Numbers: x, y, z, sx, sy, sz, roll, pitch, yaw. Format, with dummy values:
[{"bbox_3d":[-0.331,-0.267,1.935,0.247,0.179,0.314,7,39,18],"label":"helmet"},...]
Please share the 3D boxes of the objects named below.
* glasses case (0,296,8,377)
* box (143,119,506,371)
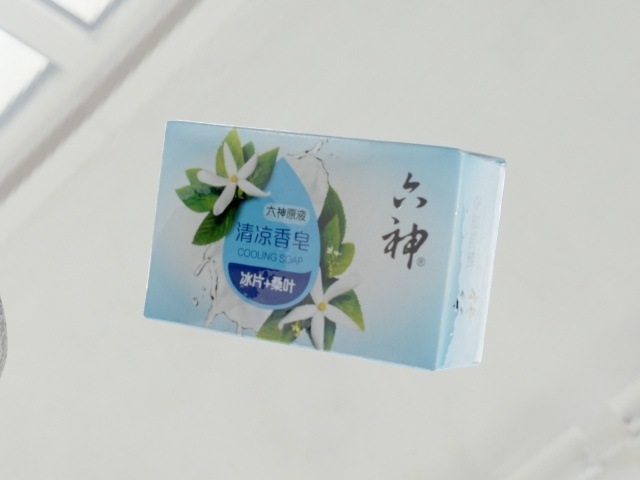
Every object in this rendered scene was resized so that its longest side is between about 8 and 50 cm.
[{"bbox_3d":[-0.272,0.051,0.904,0.122,0.082,0.321,-55,166,-28],"label":"glasses case"},{"bbox_3d":[0.000,0.000,0.943,0.232,0.083,0.142,8,-88,29],"label":"box"}]
